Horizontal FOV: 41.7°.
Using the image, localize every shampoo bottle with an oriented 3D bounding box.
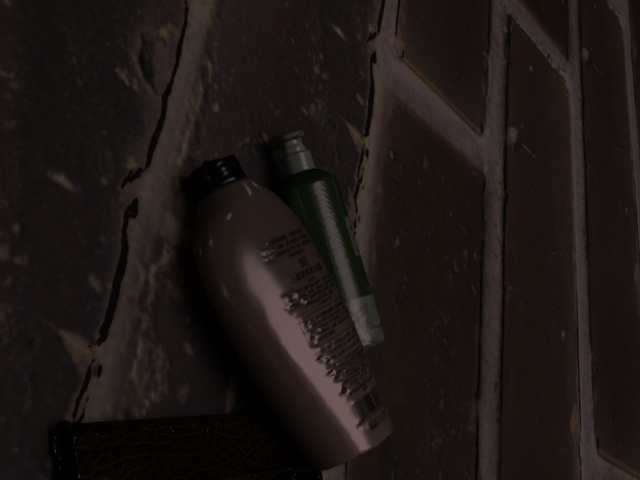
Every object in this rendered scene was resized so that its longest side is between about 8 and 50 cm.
[{"bbox_3d":[0.000,0.000,0.752,0.065,0.065,0.204,-17,90,-52],"label":"shampoo bottle"},{"bbox_3d":[-0.031,0.050,0.667,0.127,0.078,0.256,-23,87,-53],"label":"shampoo bottle"}]

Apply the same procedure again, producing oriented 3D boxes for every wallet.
[{"bbox_3d":[-0.076,0.190,0.603,0.243,0.039,0.132,12,63,-51],"label":"wallet"}]
